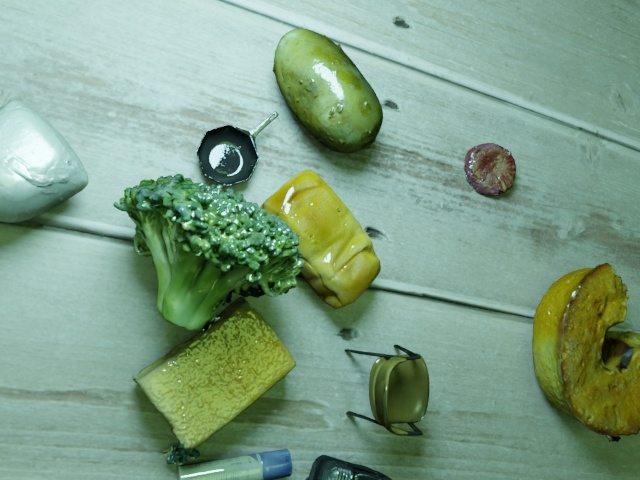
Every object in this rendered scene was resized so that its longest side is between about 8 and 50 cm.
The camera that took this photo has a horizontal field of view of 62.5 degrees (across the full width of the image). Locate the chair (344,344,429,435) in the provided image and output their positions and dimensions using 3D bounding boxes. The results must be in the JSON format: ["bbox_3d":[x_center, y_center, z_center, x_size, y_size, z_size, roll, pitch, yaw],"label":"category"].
[{"bbox_3d":[0.155,0.320,1.132,0.172,0.246,0.159,1,85,-22],"label":"chair"}]

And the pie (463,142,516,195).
[{"bbox_3d":[0.453,-0.190,1.401,0.153,0.038,0.154,2,85,-18],"label":"pie"}]

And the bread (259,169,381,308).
[{"bbox_3d":[0.000,0.000,1.165,0.166,0.132,0.294,-41,98,-26],"label":"bread"}]

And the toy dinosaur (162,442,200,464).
[{"bbox_3d":[-0.276,0.424,1.073,0.083,0.030,0.047,-17,93,-22],"label":"toy dinosaur"}]

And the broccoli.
[{"bbox_3d":[-0.208,0.004,0.988,0.272,0.334,0.324,-41,57,8],"label":"broccoli"}]

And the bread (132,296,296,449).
[{"bbox_3d":[-0.210,0.264,1.072,0.274,0.114,0.185,-37,95,-21],"label":"bread"}]

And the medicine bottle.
[{"bbox_3d":[-0.175,0.478,1.092,0.230,0.059,0.059,-1,86,-21],"label":"medicine bottle"}]

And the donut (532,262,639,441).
[{"bbox_3d":[0.719,0.296,1.397,0.377,0.163,0.435,-43,102,-17],"label":"donut"}]

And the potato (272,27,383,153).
[{"bbox_3d":[0.016,-0.326,1.168,0.173,0.210,0.307,-39,93,22],"label":"potato"}]

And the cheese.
[{"bbox_3d":[-0.551,-0.129,0.952,0.198,0.154,0.189,48,54,-6],"label":"cheese"}]

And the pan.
[{"bbox_3d":[-0.171,-0.194,1.159,0.201,0.048,0.129,-20,94,-20],"label":"pan"}]

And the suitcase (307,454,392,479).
[{"bbox_3d":[0.037,0.632,1.121,0.202,0.128,0.313,24,77,-17],"label":"suitcase"}]
